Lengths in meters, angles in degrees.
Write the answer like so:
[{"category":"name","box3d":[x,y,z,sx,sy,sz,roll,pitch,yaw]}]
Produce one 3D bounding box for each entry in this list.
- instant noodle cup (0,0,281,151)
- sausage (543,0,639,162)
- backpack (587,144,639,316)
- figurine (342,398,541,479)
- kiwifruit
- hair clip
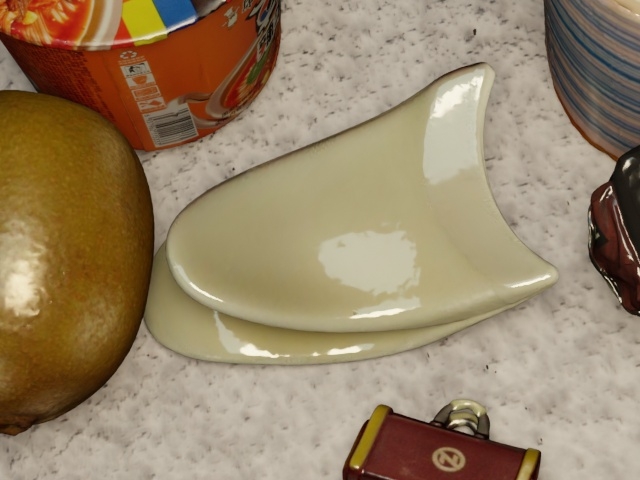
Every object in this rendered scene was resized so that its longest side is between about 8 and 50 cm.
[{"category":"instant noodle cup","box3d":[-0.134,-0.192,1.390,0.250,0.192,0.250,-2,63,4]},{"category":"sausage","box3d":[0.257,-0.182,1.297,0.233,0.287,0.233,-3,71,8]},{"category":"backpack","box3d":[0.230,0.000,1.303,0.106,0.165,0.120,-20,75,-5]},{"category":"figurine","box3d":[0.100,0.156,1.326,0.154,0.082,0.098,14,55,12]},{"category":"kiwifruit","box3d":[-0.209,0.017,1.345,0.196,0.196,0.234,1,74,8]},{"category":"hair clip","box3d":[0.007,0.004,1.372,0.282,0.113,0.172,-16,71,-3]}]
